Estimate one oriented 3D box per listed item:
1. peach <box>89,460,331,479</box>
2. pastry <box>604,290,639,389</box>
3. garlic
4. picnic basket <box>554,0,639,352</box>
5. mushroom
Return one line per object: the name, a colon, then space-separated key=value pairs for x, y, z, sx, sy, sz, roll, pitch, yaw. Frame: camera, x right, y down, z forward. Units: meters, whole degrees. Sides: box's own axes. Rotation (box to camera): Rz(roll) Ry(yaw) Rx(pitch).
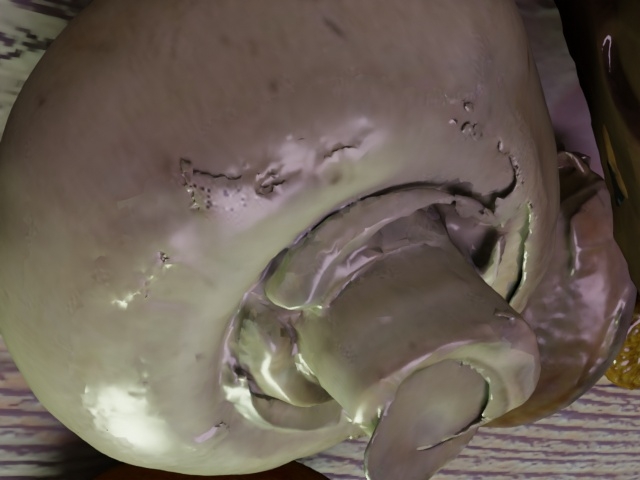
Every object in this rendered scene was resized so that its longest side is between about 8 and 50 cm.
peach: x=-0.066 y=0.226 z=0.586 sx=0.231 sy=0.231 sz=0.231 roll=-16 pitch=136 yaw=-16
pastry: x=0.218 y=0.053 z=0.684 sx=0.109 sy=0.057 sz=0.097 roll=-15 pitch=134 yaw=-18
garlic: x=0.131 y=0.041 z=0.608 sx=0.101 sy=0.087 sz=0.195 roll=13 pitch=127 yaw=-22
picnic basket: x=0.282 y=-0.103 z=0.359 sx=0.337 sy=0.293 sz=0.337 roll=-12 pitch=171 yaw=-2
mushroom: x=0.000 y=0.000 z=0.409 sx=0.246 sy=0.202 sz=0.246 roll=-24 pitch=140 yaw=-22
